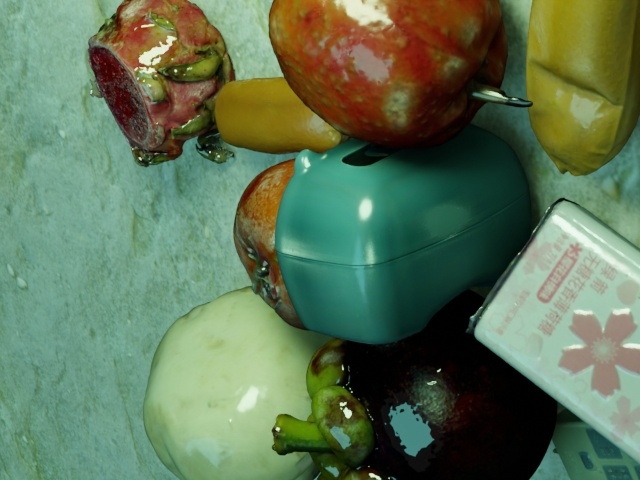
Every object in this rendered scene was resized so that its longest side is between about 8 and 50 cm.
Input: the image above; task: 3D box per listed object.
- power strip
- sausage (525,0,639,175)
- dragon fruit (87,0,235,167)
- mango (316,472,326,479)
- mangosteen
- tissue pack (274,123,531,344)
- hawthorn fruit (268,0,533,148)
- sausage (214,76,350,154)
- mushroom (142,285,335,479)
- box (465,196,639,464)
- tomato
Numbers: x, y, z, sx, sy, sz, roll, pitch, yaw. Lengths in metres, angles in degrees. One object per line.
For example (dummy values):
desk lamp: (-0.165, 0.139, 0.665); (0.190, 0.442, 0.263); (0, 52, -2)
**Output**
power strip: (0.399, 0.244, 1.998); (0.367, 0.043, 0.106); (-9, 110, 54)
sausage: (0.271, -0.211, 1.709); (0.134, 0.116, 0.354); (28, 142, 22)
dragon fruit: (-0.216, -0.206, 2.284); (0.211, 0.147, 0.282); (5, 120, 49)
mango: (0.049, 0.397, 2.517); (0.115, 0.090, 0.178); (23, 141, 37)
mangosteen: (0.131, 0.206, 2.054); (0.297, 0.313, 0.297); (23, 149, 15)
tissue pack: (0.093, -0.026, 1.928); (0.198, 0.287, 0.206); (13, 120, 47)
hawthorn fruit: (0.101, -0.213, 1.813); (0.300, 0.254, 0.254); (26, 137, 27)
sausage: (-0.047, -0.156, 2.168); (0.238, 0.098, 0.098); (5, 122, 47)
mushroom: (-0.080, 0.243, 2.426); (0.314, 0.314, 0.336); (25, 162, 37)
box: (0.350, 0.127, 1.843); (0.369, 0.112, 0.190); (39, 101, 25)
tomato: (-0.002, -0.004, 2.155); (0.232, 0.188, 0.232); (52, 156, 35)
